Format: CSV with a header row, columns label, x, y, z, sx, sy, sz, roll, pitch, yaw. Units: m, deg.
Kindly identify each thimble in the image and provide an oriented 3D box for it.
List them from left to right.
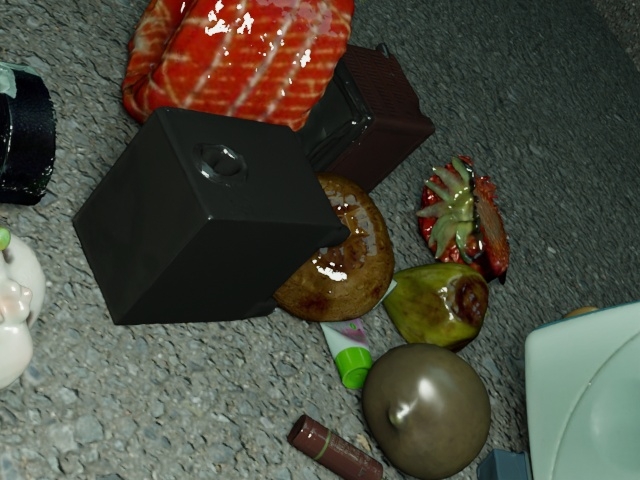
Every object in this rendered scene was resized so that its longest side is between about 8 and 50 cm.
label,x,y,z,sx,sy,sz,roll,pitch,yaw
thimble,-0.128,-0.296,1.510,0.230,0.350,0.350,28,36,-24

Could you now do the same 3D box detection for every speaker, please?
label,x,y,z,sx,sy,sz,roll,pitch,yaw
speaker,-0.136,-0.027,1.293,0.254,0.232,0.184,2,53,-46

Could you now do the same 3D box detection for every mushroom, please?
label,x,y,z,sx,sy,sz,roll,pitch,yaw
mushroom,0.002,0.004,1.444,0.194,0.138,0.231,-21,68,-27

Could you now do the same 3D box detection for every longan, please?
label,x,y,z,sx,sy,sz,roll,pitch,yaw
longan,0.143,0.227,1.371,0.189,0.189,0.189,28,36,-23

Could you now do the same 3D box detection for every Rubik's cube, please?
label,x,y,z,sx,sy,sz,roll,pitch,yaw
Rubik's cube,0.525,0.277,1.467,0.352,0.351,0.347,19,62,-49

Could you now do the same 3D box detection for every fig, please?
label,x,y,z,sx,sy,sz,roll,pitch,yaw
fig,0.176,0.105,1.592,0.165,0.154,0.144,20,43,20

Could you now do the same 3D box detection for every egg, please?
label,x,y,z,sx,sy,sz,roll,pitch,yaw
egg,0.485,0.164,1.877,0.080,0.096,0.080,34,30,-23

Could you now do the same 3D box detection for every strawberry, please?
label,x,y,z,sx,sy,sz,roll,pitch,yaw
strawberry,0.260,-0.015,1.836,0.306,0.138,0.233,29,46,-67

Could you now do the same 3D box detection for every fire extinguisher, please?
label,x,y,z,sx,sy,sz,roll,pitch,yaw
fire extinguisher,0.032,0.278,1.306,0.157,0.045,0.078,34,12,-13

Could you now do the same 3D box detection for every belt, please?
label,x,y,z,sx,sy,sz,roll,pitch,yaw
belt,-0.386,-0.137,1.219,0.078,0.151,0.198,3,48,-45

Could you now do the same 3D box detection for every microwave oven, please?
label,x,y,z,sx,sy,sz,roll,pitch,yaw
microwave oven,0.020,-0.180,1.628,0.188,0.247,0.178,3,53,-44

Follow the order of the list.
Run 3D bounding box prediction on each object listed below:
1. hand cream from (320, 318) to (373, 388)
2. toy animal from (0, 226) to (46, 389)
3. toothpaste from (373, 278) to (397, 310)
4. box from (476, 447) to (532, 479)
label,x,y,z,sx,sy,sz,roll,pitch,yaw
hand cream,0.021,0.096,1.506,0.079,0.050,0.275,49,16,-44
toy animal,-0.374,0.080,0.928,0.310,0.247,0.183,-36,98,-42
toothpaste,0.000,0.000,1.557,0.268,0.047,0.069,41,16,6
box,0.261,0.348,1.451,0.054,0.074,0.099,18,38,-12
